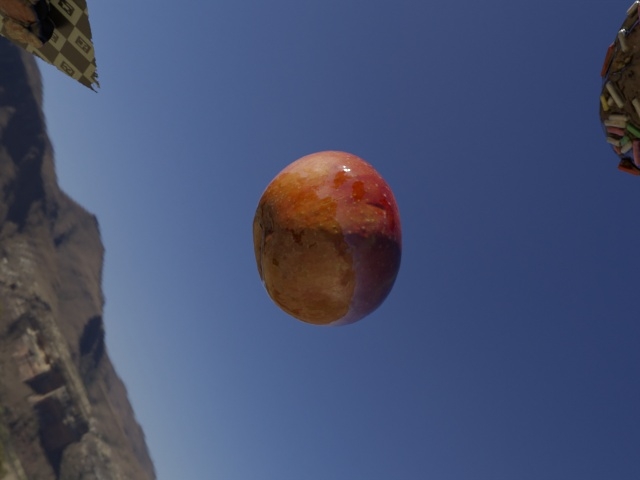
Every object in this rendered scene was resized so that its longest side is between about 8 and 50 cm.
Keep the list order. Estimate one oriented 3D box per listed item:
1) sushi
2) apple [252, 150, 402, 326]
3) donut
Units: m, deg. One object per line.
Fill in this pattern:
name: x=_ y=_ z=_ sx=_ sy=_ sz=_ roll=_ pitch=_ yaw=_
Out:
sushi: x=-0.470 y=-0.363 z=1.105 sx=0.264 sy=0.050 sz=0.290 roll=32 pitch=-29 yaw=5
apple: x=0.000 y=0.000 z=0.821 sx=0.201 sy=0.162 sz=0.201 roll=169 pitch=-90 yaw=-69
donut: x=0.481 y=-0.201 z=0.880 sx=0.136 sy=0.260 sz=0.344 roll=-116 pitch=-166 yaw=-46
